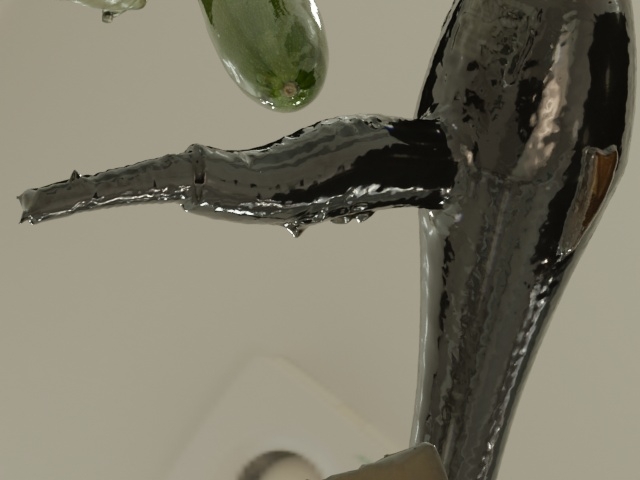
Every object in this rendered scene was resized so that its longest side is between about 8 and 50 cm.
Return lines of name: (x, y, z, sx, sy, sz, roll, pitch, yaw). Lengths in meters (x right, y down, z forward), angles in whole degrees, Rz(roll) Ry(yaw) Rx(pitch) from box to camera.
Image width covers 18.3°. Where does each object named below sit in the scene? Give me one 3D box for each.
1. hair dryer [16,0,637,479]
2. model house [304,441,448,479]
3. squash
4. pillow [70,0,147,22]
hair dryer: (0.000, 0.000, 0.954, 0.120, 0.359, 0.303, 37, -59, 42)
model house: (0.052, 0.121, 0.383, 0.248, 0.181, 0.176, -24, -99, 35)
squash: (-0.045, -0.156, 1.165, 0.069, 0.069, 0.258, -35, -136, 15)
pillow: (-0.181, -0.284, 1.323, 0.075, 0.185, 0.302, -118, -143, -52)
